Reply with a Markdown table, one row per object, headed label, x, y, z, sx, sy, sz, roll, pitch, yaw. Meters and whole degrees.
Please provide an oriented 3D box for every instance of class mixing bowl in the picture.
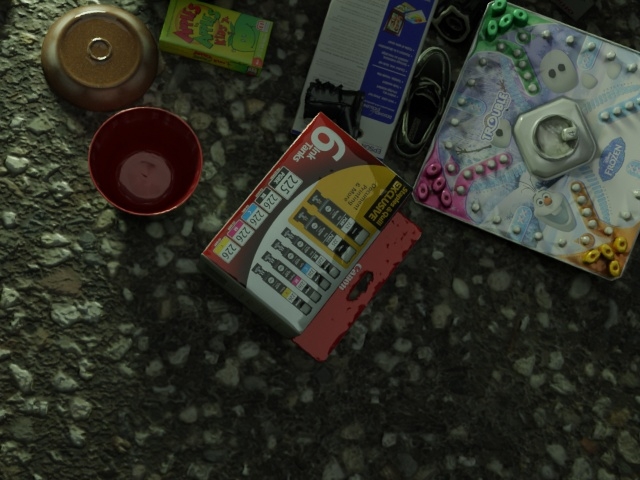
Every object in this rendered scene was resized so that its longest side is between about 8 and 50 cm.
| label | x | y | z | sx | sy | sz | roll | pitch | yaw |
| --- | --- | --- | --- | --- | --- | --- | --- | --- | --- |
| mixing bowl | -0.286 | -0.116 | 1.607 | 0.181 | 0.098 | 0.182 | 3 | 76 | -11 |

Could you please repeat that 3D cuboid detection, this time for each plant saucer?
| label | x | y | z | sx | sy | sz | roll | pitch | yaw |
| --- | --- | --- | --- | --- | --- | --- | --- | --- | --- |
| plant saucer | -0.375 | -0.318 | 1.673 | 0.198 | 0.036 | 0.199 | 3 | 76 | -11 |

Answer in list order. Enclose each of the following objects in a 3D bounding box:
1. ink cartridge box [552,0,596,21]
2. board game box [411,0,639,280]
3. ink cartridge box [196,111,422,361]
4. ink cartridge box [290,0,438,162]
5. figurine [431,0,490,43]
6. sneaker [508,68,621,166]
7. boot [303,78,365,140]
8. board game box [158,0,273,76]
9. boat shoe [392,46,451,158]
| label | x | y | z | sx | sy | sz | roll | pitch | yaw |
| --- | --- | --- | --- | --- | --- | --- | --- | --- | --- |
| ink cartridge box | 0.477 | -0.507 | 1.799 | 0.139 | 0.191 | 0.082 | 42 | 74 | 2 |
| board game box | 0.406 | -0.179 | 1.697 | 0.389 | 0.050 | 0.390 | 22 | 89 | 5 |
| ink cartridge box | 0.000 | 0.000 | 1.610 | 0.272 | 0.130 | 0.309 | 39 | 75 | -3 |
| ink cartridge box | 0.084 | -0.339 | 1.712 | 0.175 | 0.069 | 0.371 | 18 | 96 | -6 |
| figurine | 0.240 | -0.503 | 1.817 | 0.215 | 0.092 | 0.209 | 38 | 65 | 1 |
| sneaker | 0.420 | -0.179 | 1.769 | 0.161 | 0.102 | 0.282 | -33 | 84 | -2 |
| boot | 0.019 | -0.212 | 1.678 | 0.099 | 0.045 | 0.121 | 9 | 92 | -7 |
| board game box | -0.182 | -0.357 | 1.714 | 0.181 | 0.043 | 0.092 | 14 | 75 | -7 |
| boat shoe | 0.189 | -0.252 | 1.745 | 0.077 | 0.070 | 0.219 | 18 | 74 | -6 |
